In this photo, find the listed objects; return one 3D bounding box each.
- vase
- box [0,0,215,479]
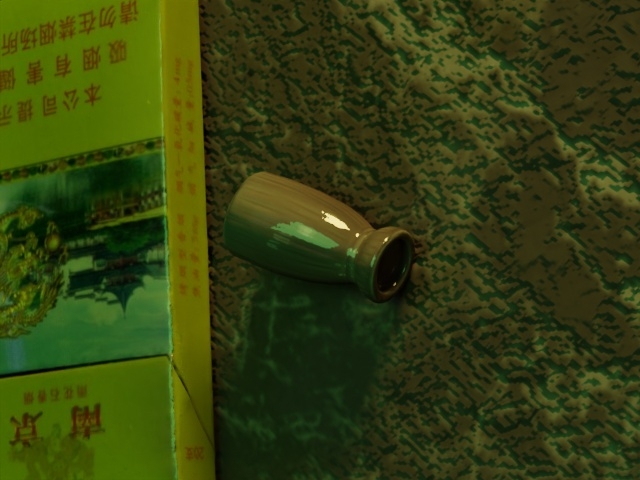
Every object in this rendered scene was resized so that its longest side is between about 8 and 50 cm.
[{"bbox_3d":[0.000,0.000,1.029,0.101,0.053,0.053,21,94,30],"label":"vase"},{"bbox_3d":[-0.153,0.003,1.135,0.187,0.047,0.335,-9,78,32],"label":"box"}]
